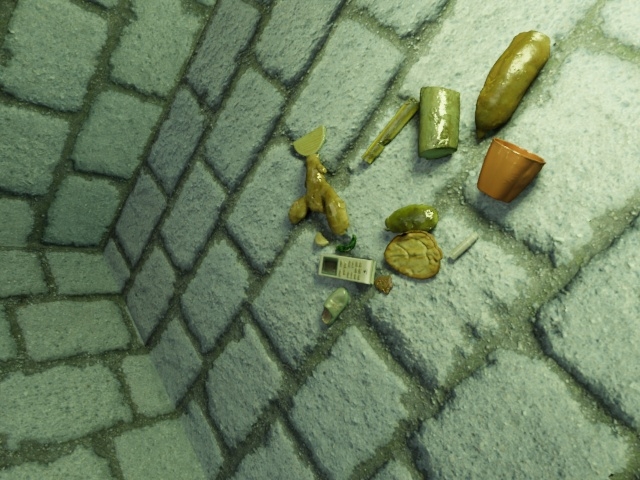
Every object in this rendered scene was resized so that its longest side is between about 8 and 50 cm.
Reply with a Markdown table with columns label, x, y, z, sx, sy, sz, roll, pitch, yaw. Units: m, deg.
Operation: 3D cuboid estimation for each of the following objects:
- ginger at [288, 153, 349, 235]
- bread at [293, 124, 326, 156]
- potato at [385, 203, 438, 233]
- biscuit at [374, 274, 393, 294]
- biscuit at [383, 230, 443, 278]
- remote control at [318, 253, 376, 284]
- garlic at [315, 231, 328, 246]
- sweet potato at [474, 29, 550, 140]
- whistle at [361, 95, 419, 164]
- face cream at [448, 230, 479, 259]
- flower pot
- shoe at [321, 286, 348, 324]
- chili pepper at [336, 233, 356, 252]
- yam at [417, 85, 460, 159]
| label | x | y | z | sx | sy | sz | roll | pitch | yaw |
| --- | --- | --- | --- | --- | --- | --- | --- | --- | --- |
| ginger | 0.001 | -0.219 | 1.943 | 0.363 | 0.122 | 0.348 | 20 | 107 | 48 |
| bread | -0.042 | -0.469 | 2.052 | 0.193 | 0.036 | 0.112 | -24 | 76 | 31 |
| potato | 0.358 | -0.081 | 1.663 | 0.225 | 0.090 | 0.117 | -7 | 77 | 35 |
| biscuit | 0.264 | 0.180 | 1.763 | 0.092 | 0.016 | 0.082 | 16 | 96 | 37 |
| biscuit | 0.360 | 0.055 | 1.655 | 0.260 | 0.041 | 0.203 | -6 | 107 | 45 |
| remote control | 0.112 | 0.123 | 1.863 | 0.277 | 0.055 | 0.103 | 7 | 89 | 38 |
| garlic | 0.001 | 0.000 | 1.974 | 0.053 | 0.041 | 0.083 | -49 | 51 | 19 |
| sweet potato | 0.635 | -0.521 | 1.447 | 0.158 | 0.157 | 0.370 | 39 | 109 | 34 |
| whistle | 0.293 | -0.461 | 1.770 | 0.326 | 0.057 | 0.068 | -50 | 59 | 24 |
| face cream | 0.532 | 0.018 | 1.552 | 0.130 | 0.034 | 0.034 | -49 | 59 | 25 |
| flower pot | 0.627 | -0.232 | 1.422 | 0.190 | 0.190 | 0.173 | 43 | 126 | 33 |
| shoe | 0.052 | 0.299 | 1.883 | 0.079 | 0.078 | 0.195 | 42 | 115 | 34 |
| chili pepper | 0.119 | 0.024 | 1.880 | 0.118 | 0.035 | 0.055 | -39 | 80 | 34 |
| yam | 0.445 | -0.446 | 1.584 | 0.161 | 0.161 | 0.268 | 3 | 88 | 39 |
